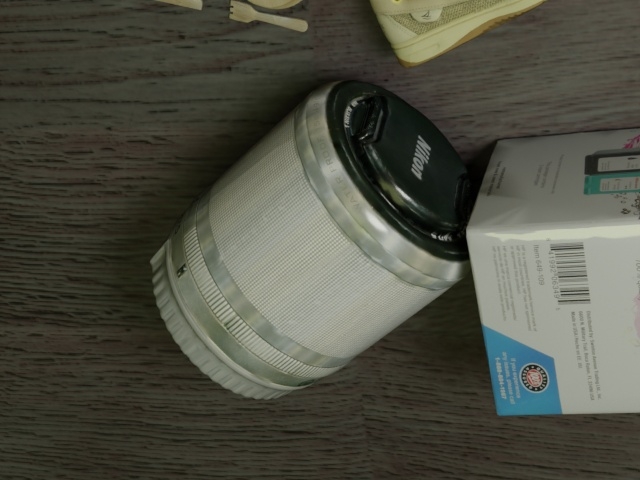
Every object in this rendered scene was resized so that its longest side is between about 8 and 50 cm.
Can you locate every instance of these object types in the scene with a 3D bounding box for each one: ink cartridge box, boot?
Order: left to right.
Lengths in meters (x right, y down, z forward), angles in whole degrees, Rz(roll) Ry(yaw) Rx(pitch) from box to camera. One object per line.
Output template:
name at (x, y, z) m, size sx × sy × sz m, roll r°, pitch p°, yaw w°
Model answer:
boot at (0.126, -0.289, 1.138) m, size 0.262 × 0.095 × 0.203 m, roll -26°, pitch 108°, yaw 31°
ink cartridge box at (0.291, 0.023, 1.203) m, size 0.270 × 0.197 × 0.198 m, roll -3°, pitch 117°, yaw 18°

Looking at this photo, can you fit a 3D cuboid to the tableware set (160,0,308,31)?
tableware set at (-0.100, -0.265, 1.248) m, size 0.194 × 0.039 × 0.128 m, roll 13°, pitch 122°, yaw 9°

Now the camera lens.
camera lens at (0.000, 0.000, 1.264) m, size 0.219 × 0.219 × 0.274 m, roll 44°, pitch 121°, yaw -11°
